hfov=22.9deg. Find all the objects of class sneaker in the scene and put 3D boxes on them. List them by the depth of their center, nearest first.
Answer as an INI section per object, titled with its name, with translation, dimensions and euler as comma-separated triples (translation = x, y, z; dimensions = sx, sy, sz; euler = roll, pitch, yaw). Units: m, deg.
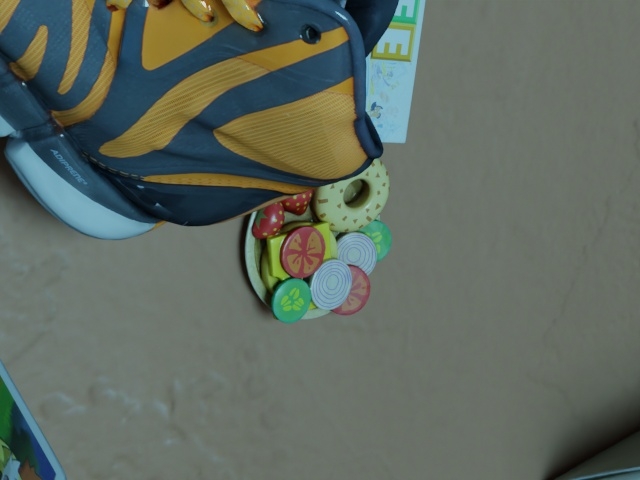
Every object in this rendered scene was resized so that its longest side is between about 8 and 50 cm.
[sneaker]
translation = -0.078, -0.124, 0.537
dimensions = 0.321, 0.180, 0.124
euler = 45, 46, -43

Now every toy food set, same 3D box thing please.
[toy food set]
translation = 0.000, 0.000, 0.754
dimensions = 0.083, 0.020, 0.082
euler = -18, 114, -34

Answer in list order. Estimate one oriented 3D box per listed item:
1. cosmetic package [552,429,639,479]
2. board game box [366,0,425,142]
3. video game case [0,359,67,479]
[cosmetic package]
translation = 0.300, 0.151, 0.942
dimensions = 0.309, 0.113, 0.160
euler = -21, 87, -31
[board game box]
translation = 0.003, -0.123, 0.717
dimensions = 0.103, 0.026, 0.154
euler = -1, 103, -39
[video game case]
translation = -0.170, 0.045, 0.443
dimensions = 0.036, 0.329, 0.300
euler = -21, 113, 8
